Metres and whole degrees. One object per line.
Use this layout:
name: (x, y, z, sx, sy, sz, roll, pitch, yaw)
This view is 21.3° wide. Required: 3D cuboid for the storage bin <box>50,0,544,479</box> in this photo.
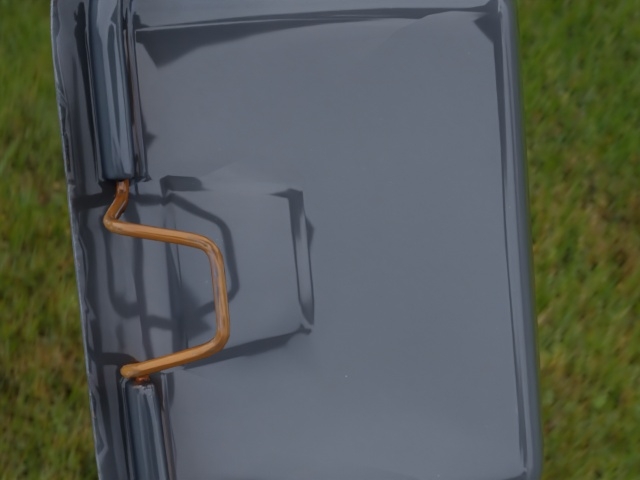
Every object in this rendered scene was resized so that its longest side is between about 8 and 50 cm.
storage bin: (0.000, 0.000, 0.364, 0.091, 0.098, 0.135, -4, 99, 8)
